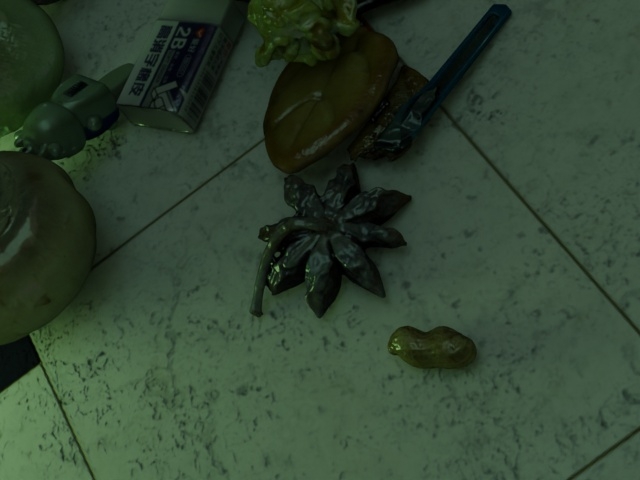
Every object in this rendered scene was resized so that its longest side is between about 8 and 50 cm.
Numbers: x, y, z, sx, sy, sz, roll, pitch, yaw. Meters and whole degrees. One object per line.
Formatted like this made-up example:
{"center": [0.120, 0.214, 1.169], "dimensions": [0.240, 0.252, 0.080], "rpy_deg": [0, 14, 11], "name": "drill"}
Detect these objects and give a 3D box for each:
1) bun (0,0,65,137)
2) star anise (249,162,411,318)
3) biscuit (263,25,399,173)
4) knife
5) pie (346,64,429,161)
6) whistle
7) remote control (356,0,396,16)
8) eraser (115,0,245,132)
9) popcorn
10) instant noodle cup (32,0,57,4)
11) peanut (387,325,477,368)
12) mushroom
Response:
{"center": [-0.546, -0.269, 1.812], "dimensions": [0.283, 0.179, 0.283], "rpy_deg": [3, 67, -8], "name": "bun"}
{"center": [0.001, 0.001, 1.482], "dimensions": [0.262, 0.081, 0.230], "rpy_deg": [-37, 66, -1], "name": "star anise"}
{"center": [0.004, -0.200, 1.588], "dimensions": [0.203, 0.041, 0.260], "rpy_deg": [7, 59, 36], "name": "biscuit"}
{"center": [0.166, -0.220, 1.538], "dimensions": [0.044, 0.026, 0.296], "rpy_deg": [26, 68, 32], "name": "knife"}
{"center": [0.105, -0.166, 1.554], "dimensions": [0.092, 0.034, 0.170], "rpy_deg": [24, 69, 33], "name": "pie"}
{"center": [-0.363, -0.192, 1.723], "dimensions": [0.110, 0.092, 0.244], "rpy_deg": [21, 50, 32], "name": "whistle"}
{"center": [0.057, -0.340, 1.659], "dimensions": [0.212, 0.028, 0.059], "rpy_deg": [-21, 19, 12], "name": "remote control"}
{"center": [-0.210, -0.271, 1.726], "dimensions": [0.124, 0.068, 0.210], "rpy_deg": [10, 68, 30], "name": "eraser"}
{"center": [-0.032, -0.309, 1.579], "dimensions": [0.162, 0.141, 0.135], "rpy_deg": [-34, 19, 22], "name": "popcorn"}
{"center": [-0.494, -0.504, 1.884], "dimensions": [0.182, 0.258, 0.302], "rpy_deg": [31, 80, 19], "name": "instant noodle cup"}
{"center": [0.134, 0.128, 1.374], "dimensions": [0.113, 0.054, 0.054], "rpy_deg": [3, 65, 25], "name": "peanut"}
{"center": [-0.490, -0.018, 1.555], "dimensions": [0.314, 0.336, 0.314], "rpy_deg": [-16, 56, 25], "name": "mushroom"}
